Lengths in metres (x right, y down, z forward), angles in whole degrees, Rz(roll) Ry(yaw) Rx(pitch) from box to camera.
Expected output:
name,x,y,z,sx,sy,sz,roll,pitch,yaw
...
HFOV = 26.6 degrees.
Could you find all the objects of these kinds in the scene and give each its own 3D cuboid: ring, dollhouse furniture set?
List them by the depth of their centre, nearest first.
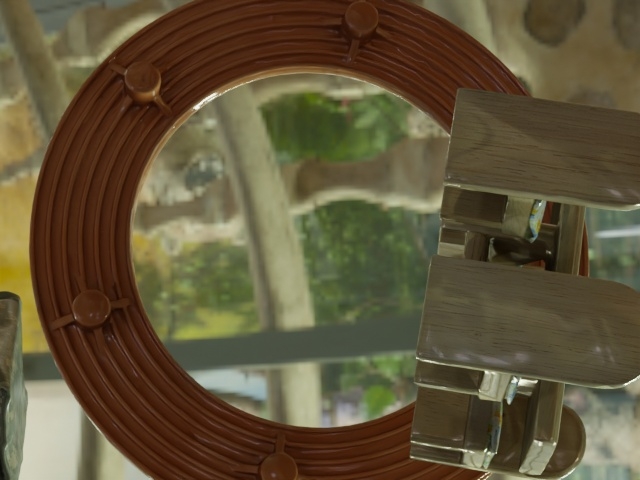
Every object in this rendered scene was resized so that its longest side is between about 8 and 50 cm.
name,x,y,z,sx,sy,sz,roll,pitch,yaw
dollhouse furniture set,0.121,0.085,0.610,0.161,0.242,0.212,8,160,6
ring,0.000,0.000,0.794,0.336,0.336,0.032,-1,166,-9

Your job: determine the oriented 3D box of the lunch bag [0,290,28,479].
name,x,y,z,sx,sy,sz,roll,pitch,yaw
lunch bag,-0.440,0.160,1.337,0.287,0.169,0.235,-2,-161,-8
